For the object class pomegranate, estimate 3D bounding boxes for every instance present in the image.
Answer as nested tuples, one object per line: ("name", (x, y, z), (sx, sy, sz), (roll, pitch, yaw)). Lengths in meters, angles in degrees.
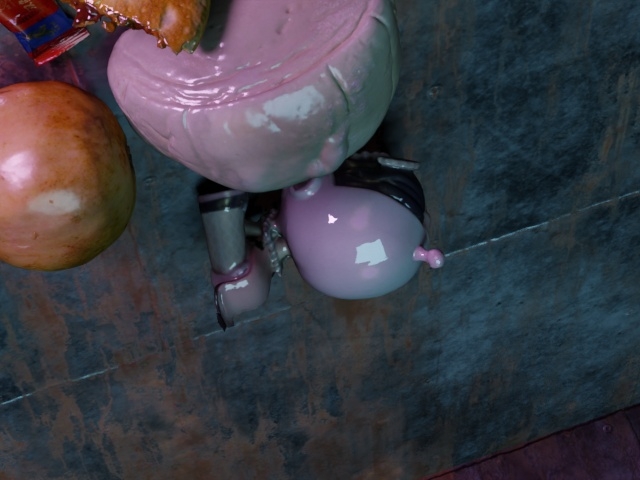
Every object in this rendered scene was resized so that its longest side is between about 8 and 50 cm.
("pomegranate", (-0.376, -0.076, 2.048), (0.270, 0.229, 0.252), (-17, 149, 2))

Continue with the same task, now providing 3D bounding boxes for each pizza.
("pizza", (-0.231, -0.295, 1.928), (0.194, 0.154, 0.069), (3, 166, -2))

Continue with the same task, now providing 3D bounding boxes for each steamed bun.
("steamed bun", (-0.066, -0.201, 2.041), (0.383, 0.236, 0.247), (-23, 148, 0))

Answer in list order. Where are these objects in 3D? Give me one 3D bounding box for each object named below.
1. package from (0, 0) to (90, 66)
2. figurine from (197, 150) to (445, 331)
("package", (-0.362, -0.285, 1.928), (0.083, 0.022, 0.200), (-27, 148, 8))
("figurine", (0.002, 0.003, 2.433), (0.361, 0.211, 0.253), (-16, 160, 4))
